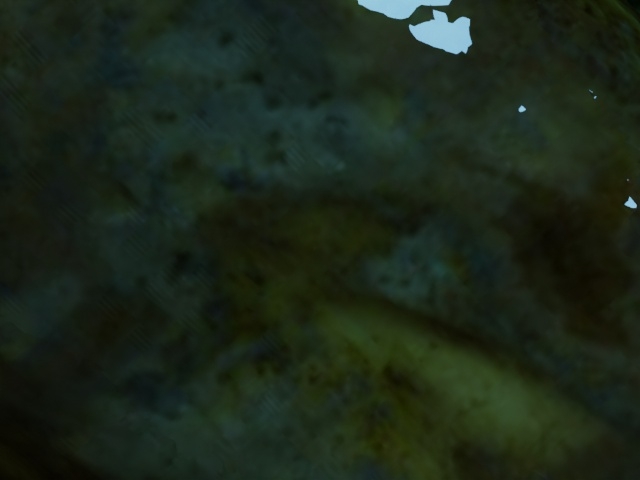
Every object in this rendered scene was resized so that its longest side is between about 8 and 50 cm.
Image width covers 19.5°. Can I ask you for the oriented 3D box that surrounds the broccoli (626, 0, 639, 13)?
[{"bbox_3d":[0.153,-0.106,0.764,0.246,0.288,0.248,-10,38,-5],"label":"broccoli"}]

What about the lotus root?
[{"bbox_3d":[0.000,0.000,0.576,0.250,0.346,0.250,-51,1,1],"label":"lotus root"}]
